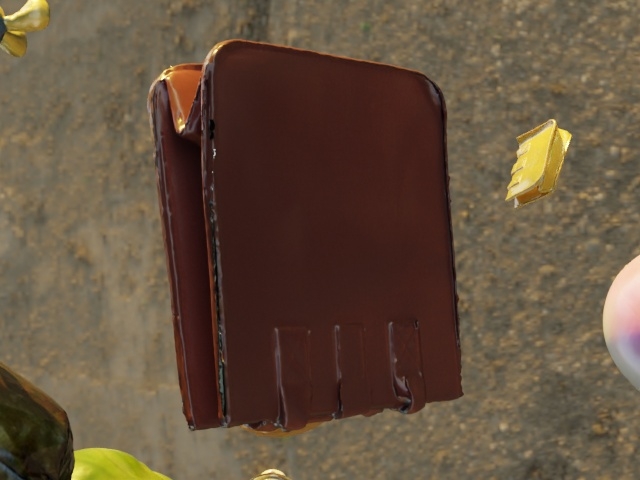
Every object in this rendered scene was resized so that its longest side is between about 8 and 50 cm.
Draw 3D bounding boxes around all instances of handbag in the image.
[{"bbox_3d":[0.218,-0.077,1.130,0.061,0.027,0.083,-28,34,52],"label":"handbag"},{"bbox_3d":[-0.001,0.000,0.837,0.084,0.260,0.275,-10,84,44],"label":"handbag"}]

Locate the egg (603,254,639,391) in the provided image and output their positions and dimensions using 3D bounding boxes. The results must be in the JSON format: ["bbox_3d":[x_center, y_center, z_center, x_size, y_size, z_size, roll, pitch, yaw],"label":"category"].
[{"bbox_3d":[0.444,0.118,1.239,0.271,0.196,0.196,34,123,8],"label":"egg"}]

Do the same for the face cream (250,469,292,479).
[{"bbox_3d":[-0.057,0.327,1.207,0.229,0.075,0.075,-91,16,-68],"label":"face cream"}]

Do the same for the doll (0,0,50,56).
[{"bbox_3d":[-0.309,-0.194,0.877,0.102,0.179,0.089,-31,57,48],"label":"doll"}]

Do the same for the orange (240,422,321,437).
[{"bbox_3d":[-0.044,0.118,1.658,0.293,0.340,0.340,52,136,-2],"label":"orange"}]

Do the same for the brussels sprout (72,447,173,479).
[{"bbox_3d":[-0.224,0.390,1.196,0.281,0.354,0.289,-47,61,18],"label":"brussels sprout"}]

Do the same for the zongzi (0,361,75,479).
[{"bbox_3d":[-0.434,0.200,0.809,0.403,0.432,0.208,35,148,3],"label":"zongzi"}]
